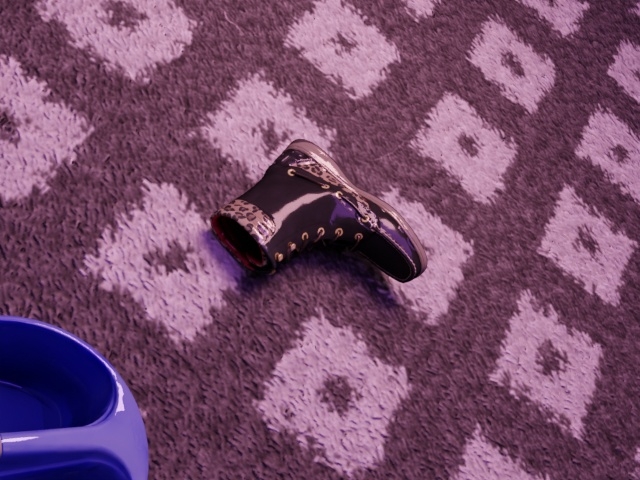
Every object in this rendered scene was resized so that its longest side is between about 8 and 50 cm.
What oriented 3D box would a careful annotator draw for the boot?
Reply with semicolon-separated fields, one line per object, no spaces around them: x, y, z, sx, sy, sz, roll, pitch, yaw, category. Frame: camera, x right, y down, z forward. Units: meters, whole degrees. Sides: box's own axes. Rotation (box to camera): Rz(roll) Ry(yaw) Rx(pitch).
-0.001;0.000;1.005;0.236;0.085;0.178;43;52;6;boot

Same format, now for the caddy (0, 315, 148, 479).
-0.309;0.188;0.644;0.341;0.179;0.241;-2;63;-32;caddy
